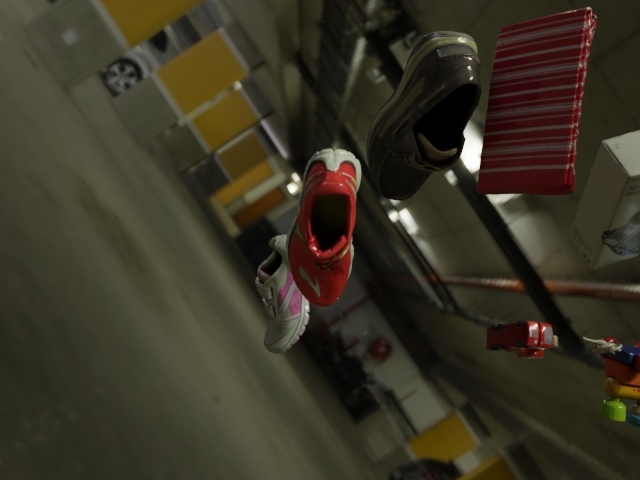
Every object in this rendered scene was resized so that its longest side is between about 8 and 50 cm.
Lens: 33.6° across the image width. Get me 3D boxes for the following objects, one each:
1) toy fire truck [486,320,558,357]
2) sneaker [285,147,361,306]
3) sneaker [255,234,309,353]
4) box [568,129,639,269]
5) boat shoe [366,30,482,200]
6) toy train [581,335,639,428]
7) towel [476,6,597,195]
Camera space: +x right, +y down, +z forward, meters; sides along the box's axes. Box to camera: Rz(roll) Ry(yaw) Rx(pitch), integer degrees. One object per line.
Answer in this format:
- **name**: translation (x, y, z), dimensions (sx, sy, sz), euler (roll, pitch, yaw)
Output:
- **toy fire truck**: translation (0.370, 0.177, 1.877), dimensions (0.192, 0.135, 0.047), euler (157, -62, -66)
- **sneaker**: translation (0.000, 0.000, 1.565), dimensions (0.118, 0.107, 0.279), euler (-87, 180, -52)
- **sneaker**: translation (-0.079, 0.095, 2.055), dimensions (0.111, 0.252, 0.103), euler (10, 8, -25)
- **box**: translation (0.551, -0.072, 1.944), dimensions (0.275, 0.113, 0.094), euler (92, -22, -53)
- **boat shoe**: translation (0.166, -0.178, 1.747), dimensions (0.355, 0.132, 0.130), euler (108, -24, -48)
- **toy train**: translation (0.510, 0.245, 1.821), dimensions (0.248, 0.144, 0.105), euler (11, 6, -34)
- **towel**: translation (0.324, -0.203, 1.604), dimensions (0.031, 0.275, 0.198), euler (12, -6, -33)
